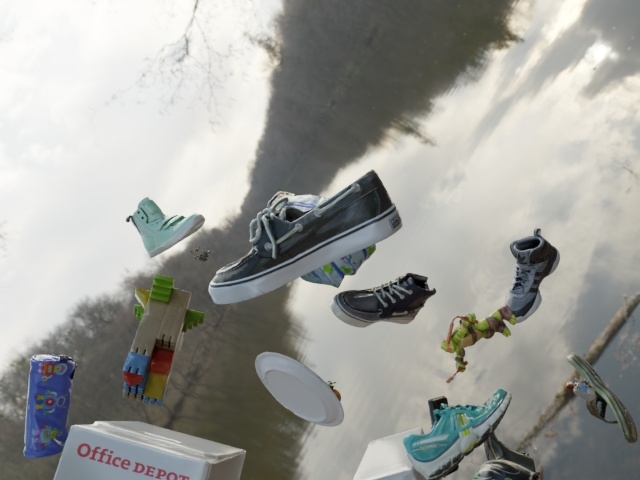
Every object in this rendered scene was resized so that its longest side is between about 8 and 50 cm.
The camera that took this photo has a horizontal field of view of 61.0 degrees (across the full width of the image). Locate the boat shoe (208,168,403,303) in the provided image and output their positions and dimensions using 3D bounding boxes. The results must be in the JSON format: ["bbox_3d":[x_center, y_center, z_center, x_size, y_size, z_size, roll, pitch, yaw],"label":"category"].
[{"bbox_3d":[-0.043,-0.005,0.763,0.306,0.105,0.113,-24,11,25],"label":"boat shoe"}]

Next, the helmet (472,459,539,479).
[{"bbox_3d":[0.472,0.649,1.405,0.161,0.169,0.170,-3,46,33],"label":"helmet"}]

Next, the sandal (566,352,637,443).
[{"bbox_3d":[0.820,0.468,1.605,0.086,0.120,0.303,-43,37,16],"label":"sandal"}]

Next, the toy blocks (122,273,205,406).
[{"bbox_3d":[-0.431,0.301,1.420,0.381,0.190,0.261,116,166,-53],"label":"toy blocks"}]

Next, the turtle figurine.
[{"bbox_3d":[0.401,0.257,1.442,0.087,0.217,0.270,-127,23,-48],"label":"turtle figurine"}]

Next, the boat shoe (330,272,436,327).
[{"bbox_3d":[0.189,0.158,1.584,0.158,0.340,0.127,-53,52,29],"label":"boat shoe"}]

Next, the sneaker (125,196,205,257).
[{"bbox_3d":[-0.421,-0.055,1.449,0.255,0.151,0.094,-23,11,40],"label":"sneaker"}]

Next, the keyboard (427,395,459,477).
[{"bbox_3d":[0.293,0.481,1.333,0.023,0.108,0.180,-18,74,38],"label":"keyboard"}]

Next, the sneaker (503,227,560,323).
[{"bbox_3d":[0.572,0.093,1.535,0.101,0.153,0.269,16,66,51],"label":"sneaker"}]

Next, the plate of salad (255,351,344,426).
[{"bbox_3d":[-0.037,0.276,1.027,0.048,0.199,0.200,-49,-1,-37],"label":"plate of salad"}]

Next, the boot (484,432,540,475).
[{"bbox_3d":[0.595,0.668,1.717,0.198,0.136,0.077,-86,-12,-56],"label":"boot"}]

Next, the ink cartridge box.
[{"bbox_3d":[-0.245,0.403,0.733,0.197,0.198,0.270,68,-146,-72],"label":"ink cartridge box"}]

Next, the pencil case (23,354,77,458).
[{"bbox_3d":[-0.813,0.492,1.640,0.119,0.133,0.307,-3,83,61],"label":"pencil case"}]

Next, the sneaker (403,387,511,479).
[{"bbox_3d":[0.295,0.384,1.145,0.275,0.110,0.107,-26,-35,-25],"label":"sneaker"}]

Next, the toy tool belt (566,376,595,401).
[{"bbox_3d":[0.724,0.405,1.510,0.051,0.083,0.052,-58,-6,-41],"label":"toy tool belt"}]

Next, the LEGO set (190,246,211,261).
[{"bbox_3d":[-0.362,0.049,1.651,0.054,0.024,0.083,-37,-28,18],"label":"LEGO set"}]

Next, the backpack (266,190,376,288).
[{"bbox_3d":[0.000,0.000,1.580,0.355,0.290,0.273,-4,37,46],"label":"backpack"}]

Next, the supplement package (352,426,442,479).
[{"bbox_3d":[0.217,0.662,1.483,0.175,0.178,0.293,-23,-3,15],"label":"supplement package"}]
